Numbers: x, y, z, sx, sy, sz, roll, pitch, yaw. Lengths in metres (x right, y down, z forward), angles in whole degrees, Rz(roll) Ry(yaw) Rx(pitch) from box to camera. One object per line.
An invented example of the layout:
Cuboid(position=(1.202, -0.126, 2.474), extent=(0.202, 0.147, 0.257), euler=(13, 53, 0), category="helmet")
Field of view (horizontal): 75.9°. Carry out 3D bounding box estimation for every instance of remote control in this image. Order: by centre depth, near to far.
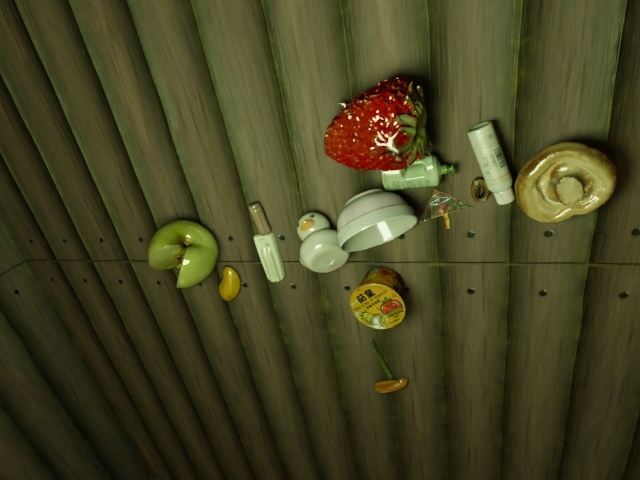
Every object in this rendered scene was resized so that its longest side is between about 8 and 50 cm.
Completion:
Cuboid(position=(-0.219, 0.075, 1.776), extent=(0.090, 0.049, 0.230), euler=(-6, 115, 19), category="remote control")

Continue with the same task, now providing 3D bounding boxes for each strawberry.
Cuboid(position=(0.163, -0.358, 1.286), extent=(0.344, 0.292, 0.291), euler=(11, 123, 30), category="strawberry")

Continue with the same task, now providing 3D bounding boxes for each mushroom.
Cuboid(position=(0.739, -0.170, 1.246), extent=(0.279, 0.146, 0.278), euler=(9, 129, 12), category="mushroom")

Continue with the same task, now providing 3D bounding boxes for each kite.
Cuboid(position=(0.438, -0.110, 1.465), extent=(0.190, 0.010, 0.159), euler=(-19, 112, 28), category="kite")

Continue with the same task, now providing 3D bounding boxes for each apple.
Cuboid(position=(-0.585, 0.061, 1.758), extent=(0.292, 0.291, 0.254), euler=(32, 147, -1), category="apple")

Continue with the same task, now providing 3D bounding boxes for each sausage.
Cuboid(position=(0.333, 0.688, 1.940), extent=(0.183, 0.054, 0.062), euler=(-19, 139, 25), category="sausage")

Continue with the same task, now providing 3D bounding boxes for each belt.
Cuboid(position=(0.537, -0.170, 1.380), extent=(0.059, 0.036, 0.083), euler=(2, 119, 17), category="belt")

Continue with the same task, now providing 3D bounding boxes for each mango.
Cuboid(position=(-0.421, 0.206, 1.909), extent=(0.098, 0.075, 0.190), euler=(13, 116, 2), category="mango")

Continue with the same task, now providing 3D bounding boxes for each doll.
Cuboid(position=(0.000, 0.000, 1.591), extent=(0.221, 0.220, 0.251), euler=(-16, 147, 26), category="doll")

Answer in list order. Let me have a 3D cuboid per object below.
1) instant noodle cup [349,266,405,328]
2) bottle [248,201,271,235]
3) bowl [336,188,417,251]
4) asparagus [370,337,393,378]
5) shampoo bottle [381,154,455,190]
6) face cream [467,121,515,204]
Cuboid(position=(0.237, 0.216, 1.625), extent=(0.216, 0.172, 0.215), euler=(9, 121, 15), category="instant noodle cup")
Cuboid(position=(-0.250, -0.089, 1.689), extent=(0.053, 0.053, 0.140), euler=(-10, 116, 24), category="bottle")
Cuboid(position=(0.181, -0.080, 1.441), extent=(0.287, 0.287, 0.143), euler=(-30, 69, 31), category="bowl")
Cuboid(position=(0.279, 0.544, 1.893), extent=(0.025, 0.024, 0.248), euler=(-33, 110, -13), category="asparagus")
Cuboid(position=(0.330, -0.230, 1.383), extent=(0.235, 0.087, 0.118), euler=(-3, 136, 20), category="shampoo bottle")
Cuboid(position=(0.550, -0.239, 1.303), extent=(0.082, 0.082, 0.268), euler=(-20, 108, 28), category="face cream")
